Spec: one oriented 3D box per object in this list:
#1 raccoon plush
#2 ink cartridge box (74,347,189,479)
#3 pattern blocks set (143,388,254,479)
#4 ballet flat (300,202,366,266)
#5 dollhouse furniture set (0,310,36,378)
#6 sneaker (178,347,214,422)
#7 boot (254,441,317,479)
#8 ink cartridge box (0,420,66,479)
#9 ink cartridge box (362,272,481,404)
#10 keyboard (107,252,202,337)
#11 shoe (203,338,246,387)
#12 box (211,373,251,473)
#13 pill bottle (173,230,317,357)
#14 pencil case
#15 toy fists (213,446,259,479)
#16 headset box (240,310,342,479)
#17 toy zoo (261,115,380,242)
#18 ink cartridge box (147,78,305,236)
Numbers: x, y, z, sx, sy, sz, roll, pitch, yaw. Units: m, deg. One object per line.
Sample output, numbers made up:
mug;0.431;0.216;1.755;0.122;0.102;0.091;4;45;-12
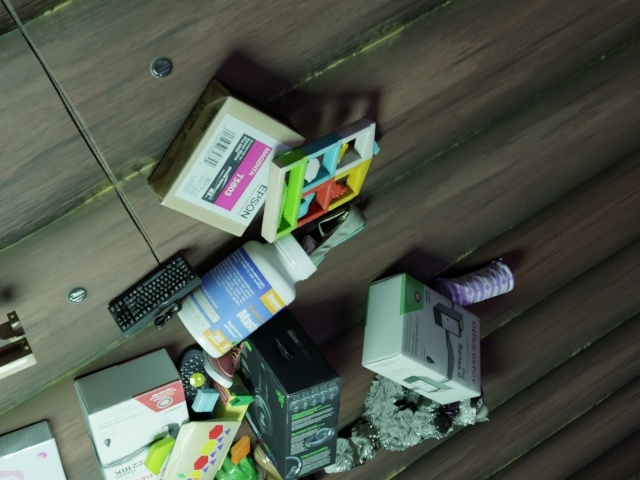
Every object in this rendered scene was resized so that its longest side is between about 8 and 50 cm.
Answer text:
raccoon plush;0.228;0.455;2.209;0.446;0.216;0.299;-27;156;27
ink cartridge box;-0.384;0.388;1.756;0.197;0.114;0.273;-19;131;-21
pattern blocks set;-0.262;0.460;1.795;0.285;0.026;0.325;27;96;-52
ballet flat;0.000;0.000;1.766;0.213;0.072;0.068;-39;107;-3
dollhouse furniture set;-0.592;0.152;1.427;0.144;0.151;0.123;-24;132;-19
sneaker;-0.275;0.325;1.826;0.069;0.082;0.209;-8;109;-11
boot;-0.105;0.603;2.104;0.115;0.112;0.305;-33;137;2
ink cartridge box;-0.687;0.555;1.717;0.330;0.071;0.324;-18;130;-22
ink cartridge box;0.242;0.232;1.939;0.289;0.211;0.121;30;142;-35
keyboard;-0.315;0.113;1.606;0.180;0.108;0.023;-37;159;-3
shoe;-0.196;0.234;1.730;0.063;0.178;0.081;38;94;-20
box;-0.234;0.418;1.895;0.058;0.087;0.232;8;118;-36
pill bottle;-0.146;0.097;1.671;0.272;0.152;0.152;-37;134;-3
pencil case;0.384;0.110;2.070;0.206;0.086;0.088;-16;92;-25
toy fists;-0.279;0.601;1.991;0.279;0.096;0.142;-35;151;-5
headset box;-0.071;0.330;1.823;0.131;0.246;0.283;-15;129;-24
toy zoo;0.012;-0.129;1.629;0.293;0.030;0.192;-29;147;-34
ink cartridge box;-0.170;-0.146;1.523;0.193;0.088;0.235;23;106;-40
